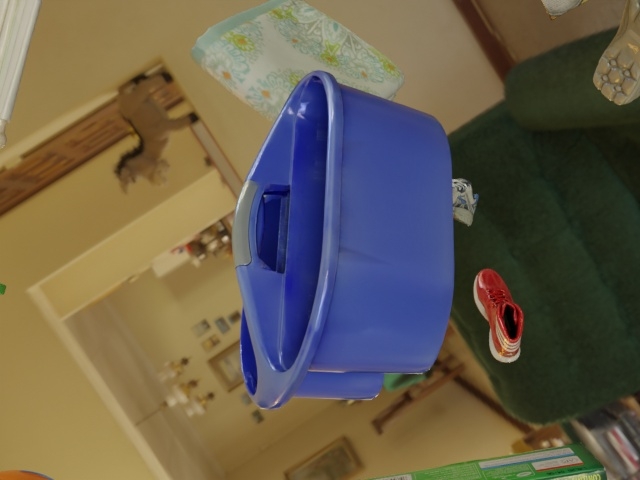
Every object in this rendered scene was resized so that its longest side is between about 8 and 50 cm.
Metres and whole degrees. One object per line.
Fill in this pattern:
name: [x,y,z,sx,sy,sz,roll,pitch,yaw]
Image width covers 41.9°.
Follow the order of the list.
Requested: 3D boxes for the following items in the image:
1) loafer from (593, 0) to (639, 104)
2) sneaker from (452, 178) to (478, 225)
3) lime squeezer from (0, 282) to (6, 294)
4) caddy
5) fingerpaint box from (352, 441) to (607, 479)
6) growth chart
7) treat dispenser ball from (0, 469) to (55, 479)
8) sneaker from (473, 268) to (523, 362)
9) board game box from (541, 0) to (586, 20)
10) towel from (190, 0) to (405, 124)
loafer: [0.507,-0.326,1.233,0.112,0.111,0.319,49,159,13]
sneaker: [0.189,-0.068,1.218,0.052,0.058,0.135,29,-177,35]
lime squeezer: [-0.568,0.015,1.082,0.310,0.058,0.110,10,-178,15]
caddy: [0.000,0.000,0.825,0.241,0.179,0.341,133,144,-58]
fingerpaint box: [0.292,0.590,1.472,0.163,0.445,0.371,-59,-41,-87]
growth chart: [-0.323,-0.179,0.733,0.237,0.172,0.021,25,-174,34]
treat dispenser ball: [-0.561,0.560,1.501,0.288,0.288,0.288,56,175,7]
sneaker: [0.386,0.132,1.761,0.128,0.087,0.221,94,166,-56]
board game box: [0.414,-0.457,1.228,0.165,0.243,0.042,52,-153,-26]
towel: [-0.029,-0.333,1.628,0.320,0.374,0.090,37,130,6]
